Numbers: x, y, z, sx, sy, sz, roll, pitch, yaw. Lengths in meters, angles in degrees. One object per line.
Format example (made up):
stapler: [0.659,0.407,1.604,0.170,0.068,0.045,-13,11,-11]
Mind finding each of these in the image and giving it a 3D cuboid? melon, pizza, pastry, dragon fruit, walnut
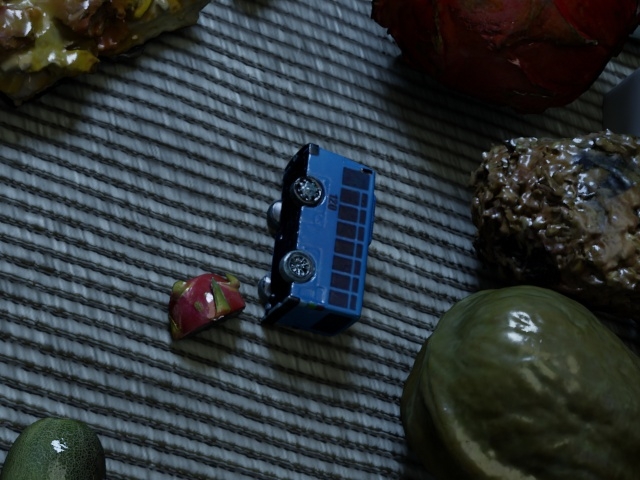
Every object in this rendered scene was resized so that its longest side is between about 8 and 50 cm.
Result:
melon: [-0.246,0.239,1.149,0.099,0.099,0.162,13,71,-16]
pizza: [-0.317,-0.278,1.334,0.408,0.114,0.278,15,59,-12]
pastry: [0.285,-0.026,1.369,0.274,0.275,0.193,19,93,-13]
dragon fruit: [0.216,-0.290,1.445,0.301,0.296,0.296,36,60,7]
dragon fruit: [-0.117,0.061,1.295,0.083,0.060,0.056,-19,80,-25]
walnut: [0.220,0.176,1.283,0.282,0.227,0.283,16,54,-23]

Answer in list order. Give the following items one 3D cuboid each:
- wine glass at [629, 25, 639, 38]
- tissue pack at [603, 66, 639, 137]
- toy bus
wine glass: [0.396,-0.319,1.620,0.204,0.111,0.111,17,64,-12]
tissue pack: [0.490,-0.117,1.561,0.246,0.136,0.160,14,65,-16]
toy bus: [0.000,0.000,1.349,0.106,0.090,0.185,14,66,-16]
